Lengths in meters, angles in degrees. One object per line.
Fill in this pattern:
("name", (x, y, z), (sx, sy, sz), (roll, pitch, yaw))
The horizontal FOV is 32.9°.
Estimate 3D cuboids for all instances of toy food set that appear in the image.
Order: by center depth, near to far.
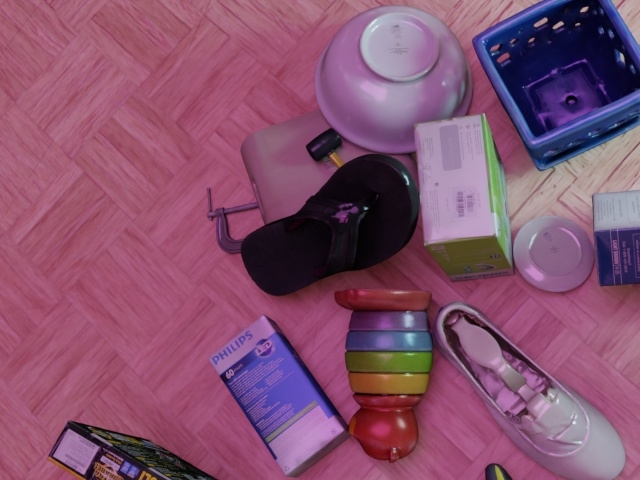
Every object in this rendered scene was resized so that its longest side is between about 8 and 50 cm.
("toy food set", (0.022, -0.128, 2.009), (0.306, 0.092, 0.220), (-20, 70, 2))

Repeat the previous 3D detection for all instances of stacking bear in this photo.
("stacking bear", (0.111, 0.230, 1.847), (0.164, 0.175, 0.289), (2, 85, -8))

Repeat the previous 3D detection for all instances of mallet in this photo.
("mallet", (0.057, -0.123, 1.937), (0.062, 0.039, 0.189), (-44, 76, -9))

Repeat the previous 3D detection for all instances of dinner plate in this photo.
("dinner plate", (0.404, 0.020, 1.867), (0.141, 0.017, 0.141), (0, 68, -1))

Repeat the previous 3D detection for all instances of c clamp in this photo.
("c clamp", (-0.144, -0.045, 2.059), (0.160, 0.022, 0.137), (-6, 74, 15))

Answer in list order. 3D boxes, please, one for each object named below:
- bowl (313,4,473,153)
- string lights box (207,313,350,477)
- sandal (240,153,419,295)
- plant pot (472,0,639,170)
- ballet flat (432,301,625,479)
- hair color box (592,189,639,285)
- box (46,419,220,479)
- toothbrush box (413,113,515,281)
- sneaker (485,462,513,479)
("bowl", (0.137, -0.315, 1.947), (0.297, 0.134, 0.298), (1, 68, -2))
("string lights box", (-0.072, 0.275, 1.925), (0.133, 0.077, 0.260), (-37, 69, 3))
("sandal", (0.001, 0.003, 1.805), (0.445, 0.107, 0.168), (-33, 92, 47))
("plant pot", (0.420, -0.266, 1.854), (0.235, 0.212, 0.236), (-26, 70, 7))
("ballet flat", (0.330, 0.249, 1.788), (0.139, 0.139, 0.400), (-46, 69, 1))
("hair color box", (0.618, -0.016, 1.741), (0.347, 0.174, 0.105), (-5, 112, 16))
("box", (-0.269, 0.407, 1.816), (0.257, 0.322, 0.079), (23, 82, 20))
("toothbrush box", (0.245, -0.063, 1.812), (0.122, 0.283, 0.206), (-7, 74, 13))
("sneaker", (0.265, 0.512, 1.753), (0.121, 0.111, 0.300), (-1, 73, 20))
